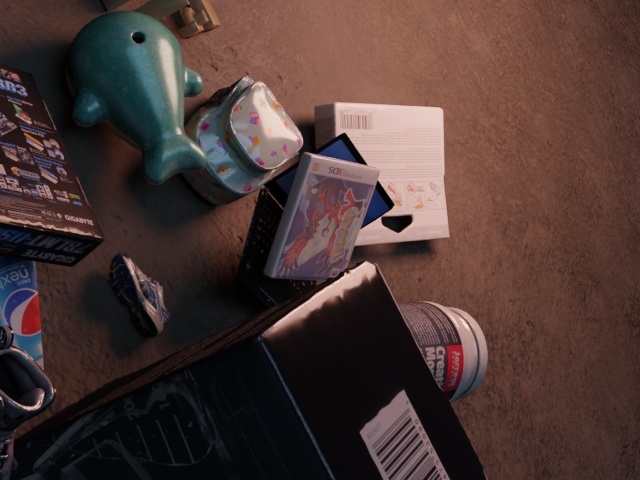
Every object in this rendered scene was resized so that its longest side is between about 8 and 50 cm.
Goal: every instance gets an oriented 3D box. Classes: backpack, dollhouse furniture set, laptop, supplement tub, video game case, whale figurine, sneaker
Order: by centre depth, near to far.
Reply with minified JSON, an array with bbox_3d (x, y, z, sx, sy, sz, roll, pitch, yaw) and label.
[{"bbox_3d":[-0.370,0.228,1.050,0.101,0.153,0.268,4,70,-55],"label":"sneaker"},{"bbox_3d":[-0.261,-0.220,1.393,0.216,0.141,0.272,-20,74,-31],"label":"whale figurine"},{"bbox_3d":[-0.267,0.075,1.408,0.058,0.052,0.135,-41,113,-51],"label":"sneaker"},{"bbox_3d":[0.005,-0.032,1.503,0.183,0.023,0.201,6,107,-51],"label":"video game case"},{"bbox_3d":[-0.135,-0.156,1.526,0.188,0.144,0.166,-47,112,-30],"label":"backpack"},{"bbox_3d":[0.000,0.000,1.546,0.234,0.137,0.264,49,47,-50],"label":"laptop"},{"bbox_3d":[-0.266,-0.391,1.556,0.144,0.123,0.151,63,13,-8],"label":"dollhouse furniture set"},{"bbox_3d":[0.137,0.202,1.623,0.272,0.191,0.191,1,77,-41],"label":"supplement tub"}]

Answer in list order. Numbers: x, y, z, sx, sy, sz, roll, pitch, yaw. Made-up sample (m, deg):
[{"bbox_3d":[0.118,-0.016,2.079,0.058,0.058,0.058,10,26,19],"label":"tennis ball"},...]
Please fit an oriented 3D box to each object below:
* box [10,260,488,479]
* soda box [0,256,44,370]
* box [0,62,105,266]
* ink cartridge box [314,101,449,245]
[{"bbox_3d":[-0.068,0.352,1.147,0.297,0.472,0.479,-29,91,-58],"label":"box"},{"bbox_3d":[-0.415,0.104,1.246,0.067,0.071,0.210,1,77,-41],"label":"soda box"},{"bbox_3d":[-0.435,-0.118,1.167,0.293,0.073,0.295,60,20,21],"label":"box"},{"bbox_3d":[0.121,-0.125,1.791,0.296,0.066,0.261,-4,92,-42],"label":"ink cartridge box"}]
